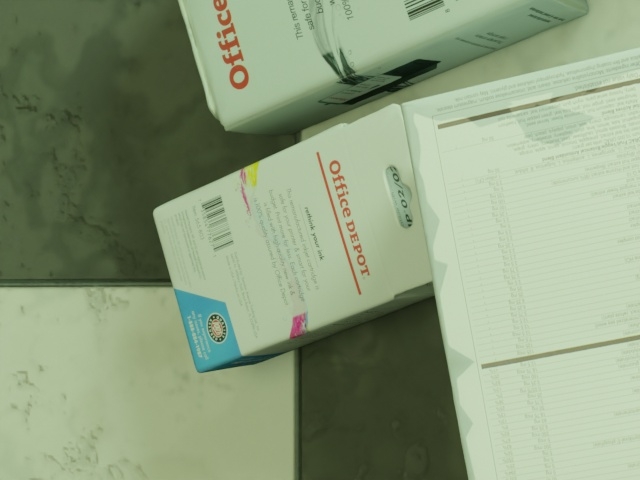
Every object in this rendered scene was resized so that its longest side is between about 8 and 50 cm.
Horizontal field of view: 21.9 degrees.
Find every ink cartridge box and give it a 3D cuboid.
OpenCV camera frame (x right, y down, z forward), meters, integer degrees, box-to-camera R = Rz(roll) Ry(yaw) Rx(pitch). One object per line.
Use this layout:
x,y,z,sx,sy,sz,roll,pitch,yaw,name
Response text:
0.000,0.000,0.957,0.181,0.061,0.104,-22,79,31,ink cartridge box
0.026,-0.164,0.942,0.208,0.087,0.153,-20,80,26,ink cartridge box

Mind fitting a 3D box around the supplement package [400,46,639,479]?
0.139,0.044,0.837,0.139,0.134,0.244,-11,81,16,supplement package
